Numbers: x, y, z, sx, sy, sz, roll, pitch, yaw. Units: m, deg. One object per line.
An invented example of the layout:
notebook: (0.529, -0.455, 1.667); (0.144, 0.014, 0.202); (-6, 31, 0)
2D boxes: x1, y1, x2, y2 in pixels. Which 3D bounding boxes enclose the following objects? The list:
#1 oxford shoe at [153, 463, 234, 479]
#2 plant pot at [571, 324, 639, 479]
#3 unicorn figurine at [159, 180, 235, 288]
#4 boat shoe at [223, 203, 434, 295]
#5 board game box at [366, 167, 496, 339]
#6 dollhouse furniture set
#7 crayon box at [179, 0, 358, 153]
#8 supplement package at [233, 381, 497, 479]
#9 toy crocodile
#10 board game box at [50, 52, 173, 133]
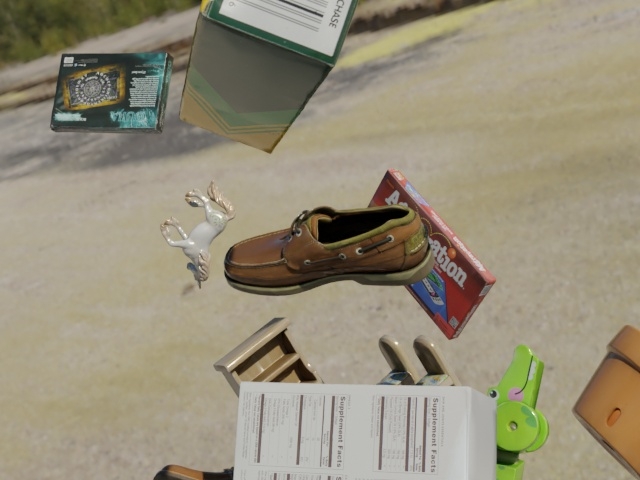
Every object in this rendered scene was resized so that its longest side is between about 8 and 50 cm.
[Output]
oxford shoe: (-0.112, 0.323, 1.376); (0.076, 0.212, 0.076); (122, 162, -46)
plant pot: (0.639, 0.339, 2.094); (0.203, 0.291, 0.291); (-44, 18, -1)
unicorn figurine: (-0.194, -0.006, 1.676); (0.162, 0.111, 0.060); (-49, 2, 19)
boat shoe: (0.000, 0.000, 1.460); (0.307, 0.104, 0.111); (-7, 41, 18)
board game box: (0.176, 0.021, 1.828); (0.027, 0.145, 0.281); (-10, 50, -41)
dollhouse furniture set: (-0.001, 0.297, 2.038); (0.362, 0.257, 0.394); (-37, 13, -25)
crayon box: (-0.004, -0.280, 0.871); (0.106, 0.363, 0.313); (20, -9, -7)
supplement package: (0.057, 0.270, 1.216); (0.262, 0.198, 0.199); (-1, -13, 18)
toy crocodile: (0.233, 0.305, 1.410); (0.105, 0.341, 0.115); (11, -2, 21)
board game box: (-0.323, -0.227, 1.638); (0.186, 0.126, 0.026); (3, -12, 18)
